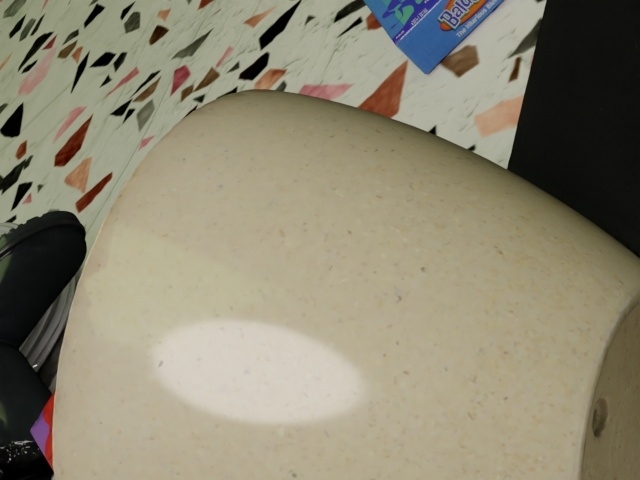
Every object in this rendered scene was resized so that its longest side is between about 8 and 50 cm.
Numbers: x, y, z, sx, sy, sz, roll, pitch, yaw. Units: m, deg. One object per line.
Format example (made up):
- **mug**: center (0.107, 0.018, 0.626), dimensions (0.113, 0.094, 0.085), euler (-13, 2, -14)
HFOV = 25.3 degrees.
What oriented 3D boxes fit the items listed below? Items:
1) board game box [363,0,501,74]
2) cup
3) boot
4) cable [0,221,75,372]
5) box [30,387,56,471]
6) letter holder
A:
- **board game box**: center (0.110, -0.258, 1.297), dimensions (0.160, 0.047, 0.210), euler (-44, 29, 11)
- **cup**: center (0.058, 0.090, 0.759), dimensions (0.237, 0.331, 0.331), euler (7, 59, 31)
- **boot**: center (-0.274, 0.114, 1.314), dimensions (0.246, 0.094, 0.207), euler (-36, 66, -13)
- **cable**: center (-0.368, 0.099, 1.503), dimensions (0.257, 0.089, 0.257), euler (-50, 29, 1)
- **box**: center (-0.107, 0.120, 1.039), dimensions (0.201, 0.057, 0.293), euler (-59, 30, 2)
- **letter holder**: center (0.277, -0.051, 0.764), dimensions (0.302, 0.214, 0.152), euler (-141, 58, -60)
